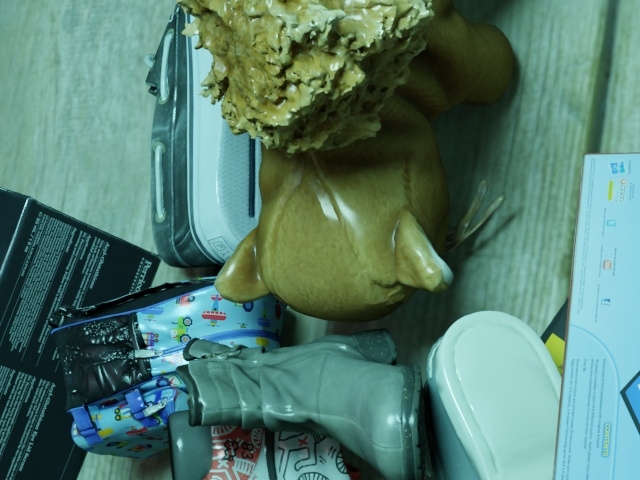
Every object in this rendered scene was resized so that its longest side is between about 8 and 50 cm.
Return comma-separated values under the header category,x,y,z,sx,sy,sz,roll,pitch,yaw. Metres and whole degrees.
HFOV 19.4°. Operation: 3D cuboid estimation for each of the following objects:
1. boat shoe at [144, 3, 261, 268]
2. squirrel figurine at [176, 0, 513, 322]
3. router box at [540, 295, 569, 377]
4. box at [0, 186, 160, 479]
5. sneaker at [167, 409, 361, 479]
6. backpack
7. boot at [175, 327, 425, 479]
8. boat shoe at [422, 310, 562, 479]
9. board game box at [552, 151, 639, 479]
category,x,y,z,sx,sy,sz,roll,pitch,yaw
boat shoe,-0.098,-0.137,1.577,0.119,0.121,0.335,-12,64,36
squirrel figurine,-0.002,-0.134,1.356,0.281,0.397,0.370,1,80,22
router box,0.268,0.160,1.277,0.309,0.081,0.243,38,96,35
box,-0.264,0.099,1.565,0.103,0.184,0.261,17,83,37
sneaker,-0.031,0.253,1.422,0.145,0.090,0.270,-7,97,-7
backpack,-0.107,0.096,1.494,0.173,0.158,0.117,-17,73,13
boot,-0.017,0.119,1.309,0.161,0.246,0.083,-2,100,-8
boat shoe,0.141,0.209,1.253,0.099,0.116,0.319,126,131,-61
board game box,0.235,0.063,1.240,0.145,0.027,0.281,-1,59,19
